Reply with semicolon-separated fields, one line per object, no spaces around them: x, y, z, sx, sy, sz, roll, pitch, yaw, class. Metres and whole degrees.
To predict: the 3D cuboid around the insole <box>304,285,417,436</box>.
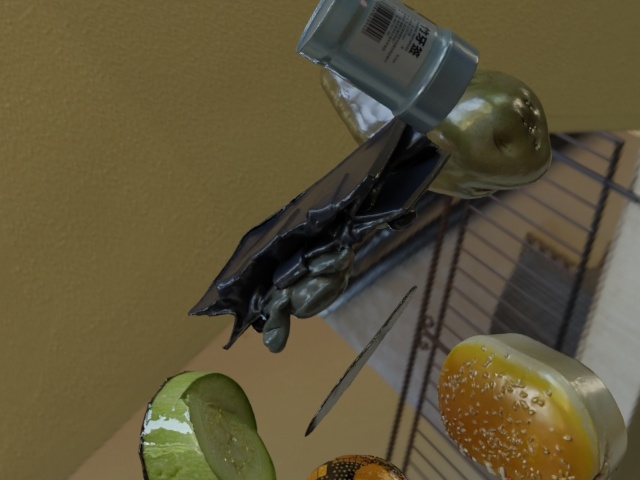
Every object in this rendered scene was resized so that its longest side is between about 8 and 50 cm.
0.068;0.190;1.504;0.328;0.007;0.111;-49;-14;-31;insole

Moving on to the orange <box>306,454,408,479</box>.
0.066;0.511;1.738;0.235;0.234;0.182;-17;-23;-25;orange

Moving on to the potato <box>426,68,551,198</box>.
0.255;-0.190;1.645;0.243;0.326;0.220;-29;-69;-20;potato

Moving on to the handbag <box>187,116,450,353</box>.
0.000;0.000;1.141;0.118;0.269;0.326;46;-56;-7;handbag

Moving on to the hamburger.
0.294;0.255;1.351;0.152;0.295;0.227;-22;-64;-25;hamburger

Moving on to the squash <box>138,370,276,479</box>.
-0.151;0.285;1.350;0.133;0.220;0.220;-17;-40;29;squash

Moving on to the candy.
0.078;-0.205;1.436;0.102;0.234;0.104;-34;-36;4;candy

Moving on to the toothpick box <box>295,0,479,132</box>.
0.066;-0.187;0.920;0.153;0.101;0.101;31;-82;-14;toothpick box
